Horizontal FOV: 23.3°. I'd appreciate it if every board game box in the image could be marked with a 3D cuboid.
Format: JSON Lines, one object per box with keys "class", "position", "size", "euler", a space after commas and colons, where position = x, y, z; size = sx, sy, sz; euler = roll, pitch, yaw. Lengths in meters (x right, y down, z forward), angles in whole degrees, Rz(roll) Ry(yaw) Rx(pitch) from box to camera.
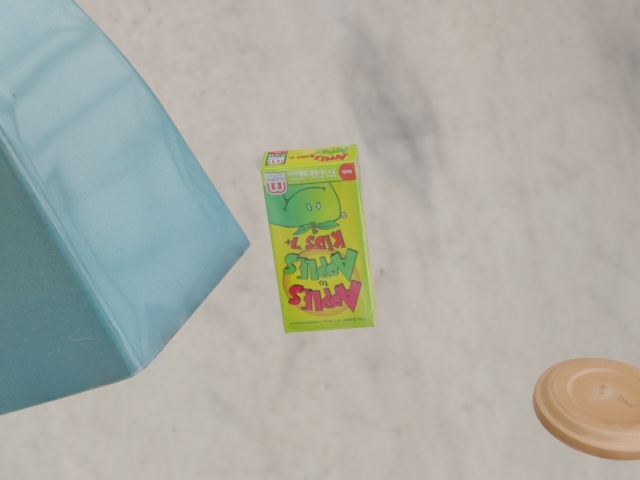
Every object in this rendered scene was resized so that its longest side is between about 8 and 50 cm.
{"class": "board game box", "position": [0.000, 0.000, 1.516], "size": [0.043, 0.092, 0.181], "euler": [-82, 166, -63]}

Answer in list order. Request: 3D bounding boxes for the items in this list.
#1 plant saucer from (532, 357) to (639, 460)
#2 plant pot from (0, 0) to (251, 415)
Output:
{"class": "plant saucer", "position": [0.161, 0.091, 0.866], "size": [0.083, 0.083, 0.013], "euler": [-56, 158, -53]}
{"class": "plant pot", "position": [-0.188, -0.040, 0.922], "size": [0.234, 0.166, 0.165], "euler": [63, 31, -17]}
